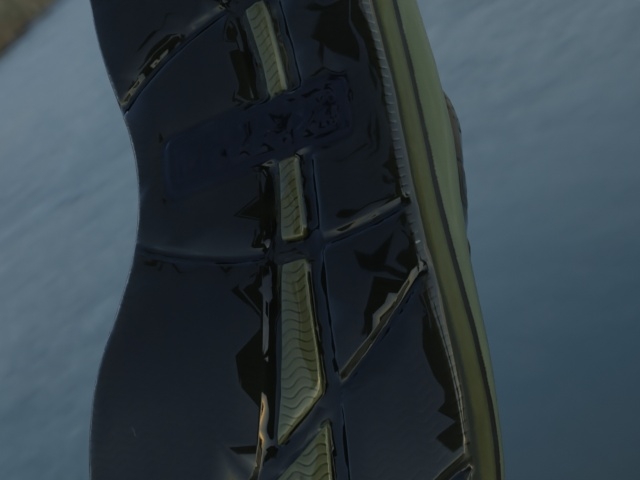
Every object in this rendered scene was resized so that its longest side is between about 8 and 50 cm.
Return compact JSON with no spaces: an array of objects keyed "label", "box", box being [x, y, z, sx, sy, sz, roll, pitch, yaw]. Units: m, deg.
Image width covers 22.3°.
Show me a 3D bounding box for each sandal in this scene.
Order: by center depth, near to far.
[{"label":"sandal","box":[0.001,-0.001,0.464,0.120,0.302,0.086,-9,-12,29]}]
